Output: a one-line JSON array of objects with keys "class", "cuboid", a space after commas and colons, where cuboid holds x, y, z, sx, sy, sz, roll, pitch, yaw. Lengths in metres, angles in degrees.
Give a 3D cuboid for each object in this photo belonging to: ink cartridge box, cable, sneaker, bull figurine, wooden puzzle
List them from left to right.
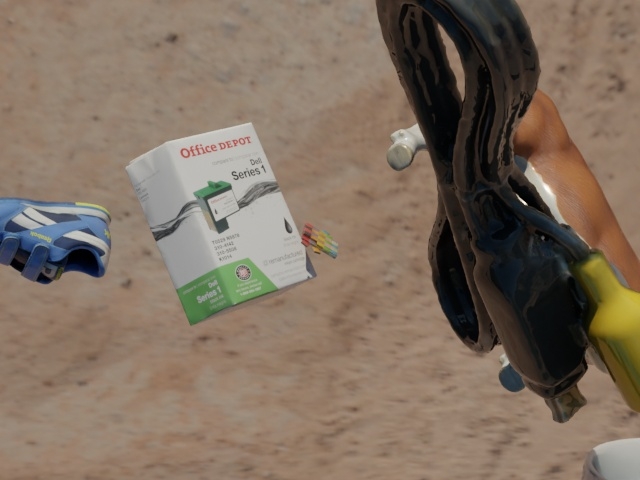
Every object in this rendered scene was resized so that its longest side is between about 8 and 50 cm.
[{"class": "sneaker", "cuboid": [-0.233, 0.002, 1.274, 0.144, 0.053, 0.059, 0, 62, -26]}, {"class": "ink cartridge box", "cuboid": [-0.123, -0.024, 1.973, 0.093, 0.160, 0.219, -27, 84, 43]}, {"class": "wooden puzzle", "cuboid": [0.000, 0.000, 1.981, 0.049, 0.083, 0.006, 31, 110, -8]}, {"class": "cable", "cuboid": [0.084, -0.024, 0.694, 0.072, 0.287, 0.139, -35, 38, -16]}, {"class": "bull figurine", "cuboid": [0.177, 0.014, 1.175, 0.101, 0.188, 0.310, -39, 74, 31]}]

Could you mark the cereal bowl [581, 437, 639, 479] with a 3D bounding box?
[{"class": "cereal bowl", "cuboid": [0.375, 0.274, 1.308, 0.339, 0.339, 0.141, 10, 97, 17]}]
